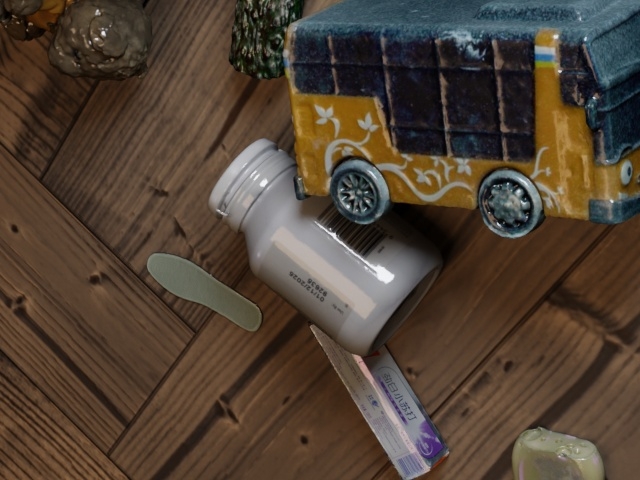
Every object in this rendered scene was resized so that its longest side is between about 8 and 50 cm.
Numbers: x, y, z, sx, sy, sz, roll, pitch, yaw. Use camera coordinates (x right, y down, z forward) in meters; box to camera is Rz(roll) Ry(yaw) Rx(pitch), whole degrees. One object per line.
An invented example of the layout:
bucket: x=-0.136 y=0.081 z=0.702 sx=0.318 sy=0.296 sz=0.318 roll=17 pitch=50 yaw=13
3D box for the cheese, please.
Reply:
cheese: x=0.238 y=0.281 z=1.725 sx=0.097 sy=0.037 sz=0.192 roll=12 pitch=120 yaw=30

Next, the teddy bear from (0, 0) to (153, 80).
teddy bear: x=-0.248 y=-0.231 z=1.721 sx=0.190 sy=0.177 sz=0.140 roll=42 pitch=92 yaw=12

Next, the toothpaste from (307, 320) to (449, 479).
toothpaste: x=0.059 y=0.151 z=1.770 sx=0.040 sy=0.047 sz=0.196 roll=-27 pitch=97 yaw=43

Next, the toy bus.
toy bus: x=0.138 y=-0.120 z=1.509 sx=0.323 sy=0.162 sz=0.194 roll=5 pitch=113 yaw=33

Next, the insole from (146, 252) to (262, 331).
insole: x=-0.127 y=0.055 z=1.872 sx=0.153 sy=0.002 sz=0.053 roll=30 pitch=126 yaw=17

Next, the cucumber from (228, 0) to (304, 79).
cucumber: x=-0.039 y=-0.291 z=1.599 sx=0.067 sy=0.067 sz=0.293 roll=23 pitch=123 yaw=22

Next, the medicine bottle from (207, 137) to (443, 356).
medicine bottle: x=0.000 y=0.000 z=1.675 sx=0.215 sy=0.135 sz=0.135 roll=39 pitch=129 yaw=11
